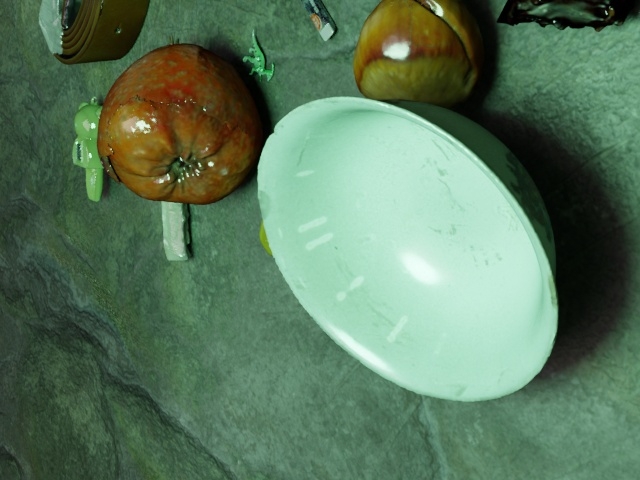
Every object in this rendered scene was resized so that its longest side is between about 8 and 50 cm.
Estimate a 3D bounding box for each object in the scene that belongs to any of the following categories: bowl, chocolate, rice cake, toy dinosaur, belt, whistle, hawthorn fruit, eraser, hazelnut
[{"bbox_3d":[0.141,-0.023,1.018,0.434,0.196,0.435,27,137,27],"label":"bowl"},{"bbox_3d":[0.295,-0.291,0.902,0.133,0.156,0.156,29,124,5],"label":"chocolate"},{"bbox_3d":[-0.286,-0.086,1.563,0.057,0.052,0.256,9,106,40],"label":"rice cake"},{"bbox_3d":[-0.103,-0.313,1.348,0.062,0.021,0.083,27,122,30],"label":"toy dinosaur"},{"bbox_3d":[-0.451,-0.508,1.575,0.217,0.122,0.339,45,128,26],"label":"belt"},{"bbox_3d":[-0.490,-0.198,1.715,0.105,0.085,0.227,16,110,42],"label":"whistle"},{"bbox_3d":[-0.239,-0.225,1.352,0.276,0.276,0.307,-35,50,44],"label":"hawthorn fruit"},{"bbox_3d":[-0.005,-0.359,1.240,0.027,0.019,0.099,-41,72,42],"label":"eraser"},{"bbox_3d":[0.135,-0.250,1.035,0.182,0.182,0.182,13,109,42],"label":"hazelnut"}]

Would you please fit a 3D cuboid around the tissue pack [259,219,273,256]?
[{"bbox_3d":[0.000,0.000,1.253,0.178,0.127,0.123,45,135,28],"label":"tissue pack"}]
